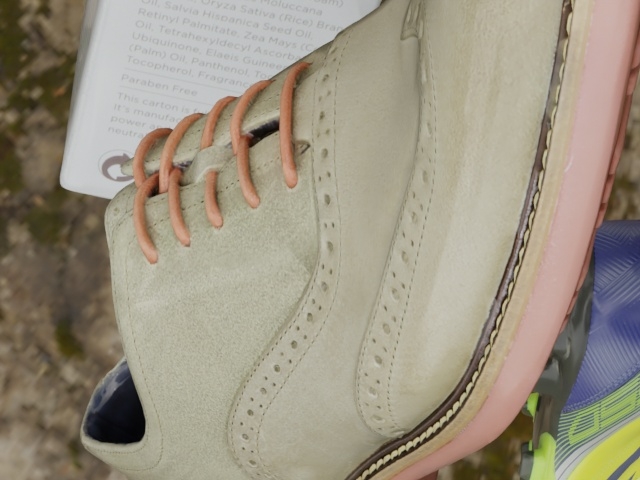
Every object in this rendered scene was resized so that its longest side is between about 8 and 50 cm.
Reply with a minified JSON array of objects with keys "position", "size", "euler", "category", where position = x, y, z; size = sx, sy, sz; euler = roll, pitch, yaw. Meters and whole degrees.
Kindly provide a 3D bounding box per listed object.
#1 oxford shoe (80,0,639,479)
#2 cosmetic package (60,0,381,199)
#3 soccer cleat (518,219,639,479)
[{"position":[0.000,0.000,0.600],"size":[0.147,0.140,0.397],"euler":[19,138,-3],"category":"oxford shoe"},{"position":[-0.031,-0.250,1.070],"size":[0.162,0.230,0.453],"euler":[11,132,-11],"category":"cosmetic package"},{"position":[0.164,0.090,0.936],"size":[0.121,0.093,0.289],"euler":[1,147,4],"category":"soccer cleat"}]
